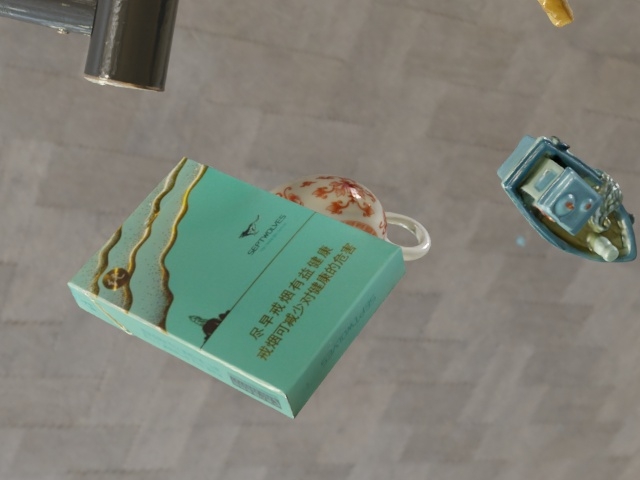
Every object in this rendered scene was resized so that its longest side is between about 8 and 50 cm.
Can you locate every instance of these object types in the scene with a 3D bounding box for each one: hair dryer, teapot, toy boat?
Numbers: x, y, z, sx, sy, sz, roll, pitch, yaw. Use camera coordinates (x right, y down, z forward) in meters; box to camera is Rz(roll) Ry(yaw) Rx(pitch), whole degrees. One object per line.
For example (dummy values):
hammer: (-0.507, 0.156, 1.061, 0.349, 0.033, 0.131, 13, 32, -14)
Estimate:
hair dryer: (-0.226, -0.218, 1.122, 0.070, 0.255, 0.128, -1, 107, -54)
teapot: (0.000, 0.000, 1.287, 0.245, 0.116, 0.159, -9, 127, -21)
toy boat: (0.315, -0.037, 1.541, 0.238, 0.098, 0.109, 33, 98, -41)

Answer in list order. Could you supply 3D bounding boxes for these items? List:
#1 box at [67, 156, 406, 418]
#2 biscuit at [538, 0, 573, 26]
box: (-0.069, 0.030, 1.037, 0.162, 0.229, 0.041, -51, 148, -27)
biscuit: (0.248, -0.430, 1.630, 0.040, 0.309, 0.204, -22, 139, 21)
